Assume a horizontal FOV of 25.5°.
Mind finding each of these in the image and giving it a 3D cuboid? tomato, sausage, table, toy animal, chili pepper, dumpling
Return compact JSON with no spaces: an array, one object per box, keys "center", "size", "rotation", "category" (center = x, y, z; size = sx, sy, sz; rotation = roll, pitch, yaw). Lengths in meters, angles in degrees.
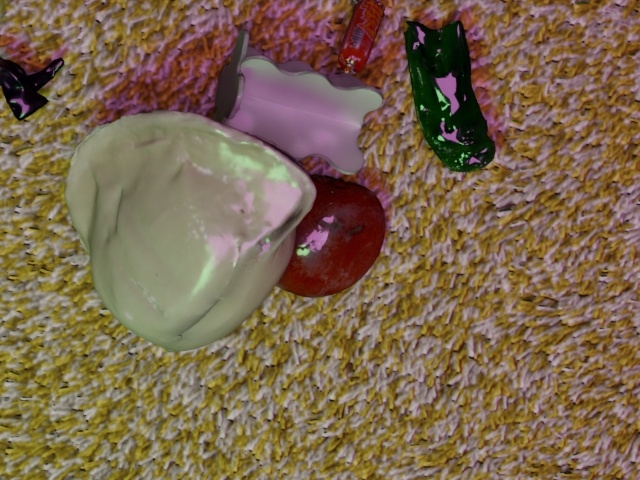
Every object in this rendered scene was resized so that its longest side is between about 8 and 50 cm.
[{"center":[0.000,0.000,1.936],"size":[0.189,0.099,0.173],"rotation":[10,99,-9],"category":"tomato"},{"center":[0.049,-0.265,1.864],"size":[0.048,0.145,0.050],"rotation":[-7,129,24],"category":"sausage"},{"center":[-0.031,-0.173,1.874],"size":[0.198,0.166,0.166],"rotation":[14,100,-15],"category":"table"},{"center":[-0.455,-0.309,1.834],"size":[0.195,0.090,0.324],"rotation":[-18,106,-15],"category":"toy animal"},{"center":[0.173,-0.199,1.931],"size":[0.098,0.061,0.224],"rotation":[-18,105,6],"category":"chili pepper"},{"center":[-0.190,-0.022,1.828],"size":[0.315,0.233,0.395],"rotation":[42,133,-10],"category":"dumpling"}]
